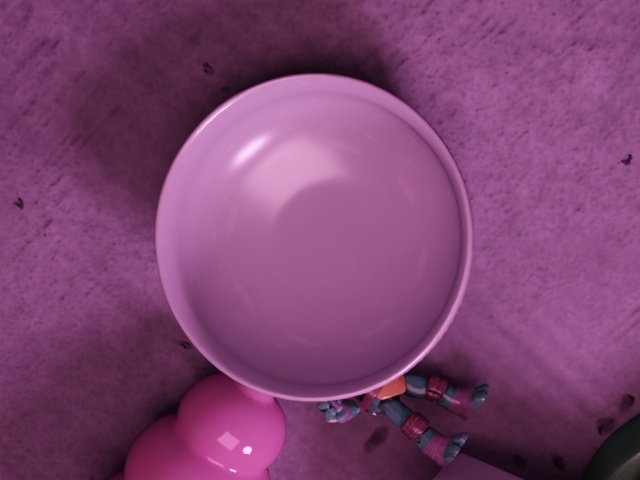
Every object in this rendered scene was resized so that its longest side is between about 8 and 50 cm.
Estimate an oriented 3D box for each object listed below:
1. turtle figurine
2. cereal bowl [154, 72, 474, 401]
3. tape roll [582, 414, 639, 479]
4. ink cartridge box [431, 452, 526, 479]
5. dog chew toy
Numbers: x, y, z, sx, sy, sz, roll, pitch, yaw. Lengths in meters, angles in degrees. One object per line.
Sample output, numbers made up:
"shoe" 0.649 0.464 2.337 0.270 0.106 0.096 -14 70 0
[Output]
"turtle figurine" 0.069 0.154 1.555 0.234 0.118 0.175 32 71 -2
"cereal bowl" 0.000 0.000 1.445 0.339 0.141 0.339 -1 85 9
"tape roll" 0.472 0.341 1.625 0.321 0.077 0.321 2 113 4
"ink cartridge box" 0.220 0.486 1.567 0.279 0.160 0.384 19 119 23
"dog chew toy" -0.153 0.299 1.587 0.207 0.206 0.332 29 104 -8
